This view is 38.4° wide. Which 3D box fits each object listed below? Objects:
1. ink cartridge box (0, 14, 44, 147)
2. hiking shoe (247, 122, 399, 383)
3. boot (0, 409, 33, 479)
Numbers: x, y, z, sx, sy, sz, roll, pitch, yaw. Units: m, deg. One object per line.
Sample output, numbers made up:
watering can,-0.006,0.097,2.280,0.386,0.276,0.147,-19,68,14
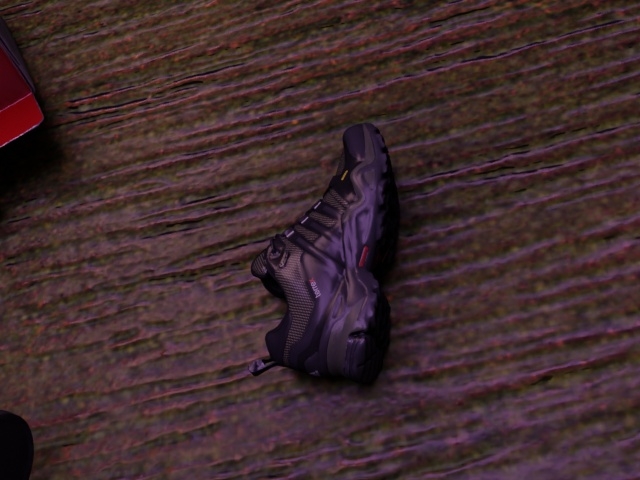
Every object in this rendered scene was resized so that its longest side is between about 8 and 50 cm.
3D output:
ink cartridge box,-0.454,-0.140,0.902,0.309,0.130,0.272,-33,41,-6
hiking shoe,0.000,0.000,0.728,0.114,0.086,0.227,0,58,13
boot,-0.368,0.202,0.699,0.229,0.091,0.263,21,63,38
